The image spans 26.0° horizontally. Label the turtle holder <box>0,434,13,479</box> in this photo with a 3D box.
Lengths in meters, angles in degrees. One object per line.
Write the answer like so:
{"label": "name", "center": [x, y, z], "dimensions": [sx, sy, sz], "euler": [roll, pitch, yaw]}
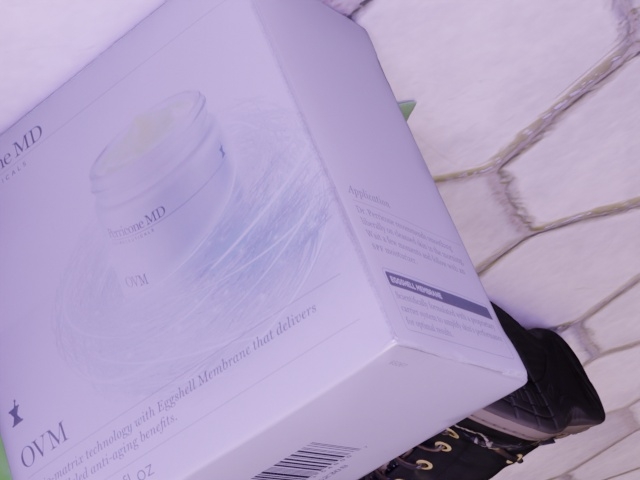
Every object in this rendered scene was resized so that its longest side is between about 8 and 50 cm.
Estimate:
{"label": "turtle holder", "center": [-0.201, 0.152, 0.857], "dimensions": [0.243, 0.227, 0.320], "euler": [-34, 155, 21]}

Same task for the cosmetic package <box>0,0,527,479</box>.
{"label": "cosmetic package", "center": [-0.055, 0.019, 0.712], "dimensions": [0.224, 0.224, 0.138], "euler": [-34, 151, 23]}

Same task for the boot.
{"label": "boot", "center": [0.085, 0.179, 1.292], "dimensions": [0.284, 0.138, 0.377], "euler": [-33, 160, 20]}

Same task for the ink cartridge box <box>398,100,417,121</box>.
{"label": "ink cartridge box", "center": [0.000, 0.000, 0.921], "dimensions": [0.109, 0.062, 0.209], "euler": [-12, 153, -22]}
